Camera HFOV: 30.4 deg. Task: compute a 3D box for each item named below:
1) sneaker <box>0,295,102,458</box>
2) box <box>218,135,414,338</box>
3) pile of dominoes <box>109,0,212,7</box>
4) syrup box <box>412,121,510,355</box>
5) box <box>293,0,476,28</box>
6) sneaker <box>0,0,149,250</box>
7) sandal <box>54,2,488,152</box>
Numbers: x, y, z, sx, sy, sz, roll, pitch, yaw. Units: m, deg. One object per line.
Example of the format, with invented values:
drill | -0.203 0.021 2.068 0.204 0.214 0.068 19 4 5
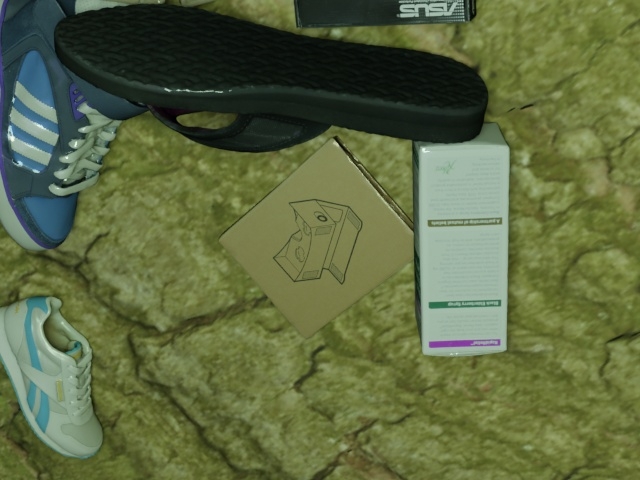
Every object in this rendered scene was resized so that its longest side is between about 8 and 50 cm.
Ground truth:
sneaker | -0.336 0.179 1.517 0.092 0.087 0.228 -18 106 22
box | 0.000 0.000 1.365 0.201 0.021 0.164 -39 95 28
pile of dominoes | -0.148 -0.358 1.205 0.040 0.196 0.251 52 127 40
syrup box | 0.149 -0.001 1.261 0.096 0.093 0.236 -1 112 1
box | 0.059 -0.313 1.204 0.191 0.045 0.184 2 110 19
sneaker | -0.254 -0.135 1.334 0.236 0.130 0.322 4 107 22
sandal | -0.055 -0.143 1.202 0.446 0.167 0.107 10 125 -2
